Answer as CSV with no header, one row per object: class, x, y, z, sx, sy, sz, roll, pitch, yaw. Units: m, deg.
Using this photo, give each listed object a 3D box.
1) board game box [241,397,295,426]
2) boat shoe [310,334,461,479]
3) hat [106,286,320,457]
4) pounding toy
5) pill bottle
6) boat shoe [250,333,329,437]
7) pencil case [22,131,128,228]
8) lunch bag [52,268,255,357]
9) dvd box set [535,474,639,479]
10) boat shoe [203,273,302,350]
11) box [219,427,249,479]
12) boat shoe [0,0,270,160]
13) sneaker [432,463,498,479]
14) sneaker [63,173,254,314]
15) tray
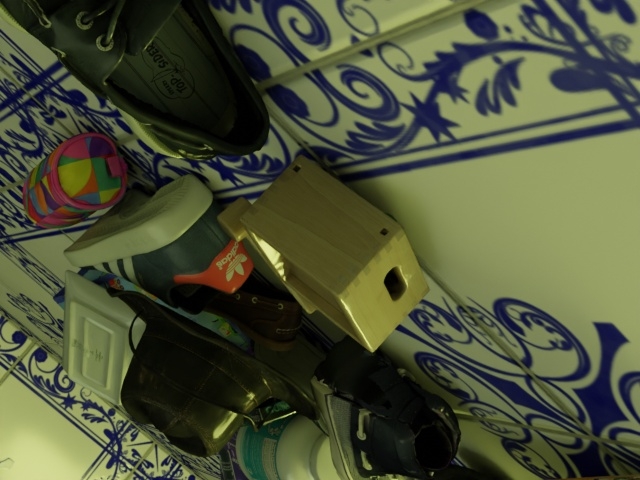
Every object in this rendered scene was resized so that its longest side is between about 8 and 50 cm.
board game box,-0.053,0.238,1.620,0.026,0.126,0.186,71,159,5
boat shoe,0.099,0.261,1.384,0.158,0.127,0.340,33,161,35
hat,-0.157,0.183,1.358,0.331,0.134,0.331,28,168,7
pounding toy,-0.001,0.001,1.045,0.206,0.094,0.181,37,168,30
pill bottle,-0.021,0.326,1.722,0.146,0.146,0.264,44,160,-17
boat shoe,-0.003,0.195,1.503,0.233,0.084,0.079,46,168,-13
pencil case,-0.310,-0.072,1.407,0.104,0.104,0.236,43,162,-15
lunch bag,-0.214,0.100,1.607,0.221,0.138,0.293,48,149,-20
dvd box set,0.302,0.371,1.236,0.307,0.062,0.420,40,149,-19
boat shoe,-0.107,0.062,1.404,0.207,0.073,0.073,24,119,26
box,-0.091,0.412,1.949,0.153,0.108,0.207,12,109,50
boat shoe,-0.142,-0.166,0.847,0.113,0.127,0.340,21,156,37
sneaker,0.239,0.406,1.474,0.286,0.130,0.109,45,162,-17
sneaker,-0.197,0.022,1.359,0.148,0.131,0.350,49,158,-18
tray,-0.321,0.159,1.638,0.145,0.030,0.270,28,142,8
